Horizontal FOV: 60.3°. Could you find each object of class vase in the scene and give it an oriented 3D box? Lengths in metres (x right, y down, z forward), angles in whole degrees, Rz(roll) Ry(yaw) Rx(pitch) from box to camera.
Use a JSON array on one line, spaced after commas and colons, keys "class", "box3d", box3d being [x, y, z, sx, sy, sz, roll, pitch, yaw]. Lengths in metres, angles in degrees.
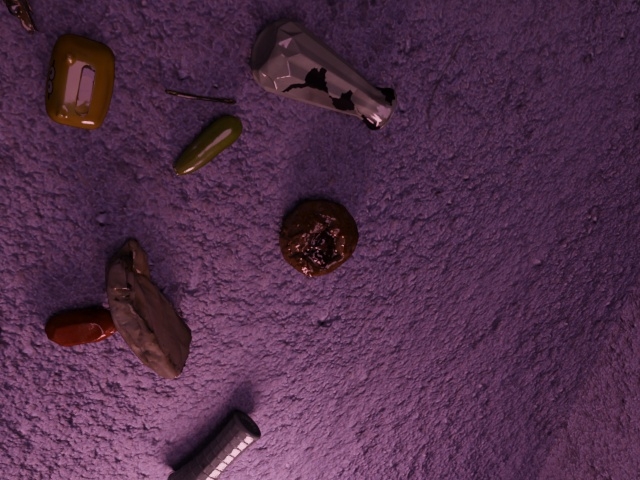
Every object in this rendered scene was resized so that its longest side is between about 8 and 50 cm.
[{"class": "vase", "box3d": [0.014, -0.376, 1.298, 0.360, 0.165, 0.165, 17, 108, -36]}, {"class": "vase", "box3d": [-0.322, 0.680, 1.722, 0.299, 0.143, 0.143, -46, 125, 2]}]

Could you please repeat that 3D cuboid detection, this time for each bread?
[{"class": "bread", "box3d": [0.000, 0.000, 1.507, 0.230, 0.123, 0.230, -13, 123, -20]}]

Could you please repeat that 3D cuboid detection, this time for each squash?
[{"class": "squash", "box3d": [-0.268, -0.223, 1.298, 0.201, 0.066, 0.066, -38, 126, 5]}]

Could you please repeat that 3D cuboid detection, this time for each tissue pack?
[{"class": "tissue pack", "box3d": [-0.482, -0.315, 1.108, 0.123, 0.127, 0.178, 8, 114, -30]}]

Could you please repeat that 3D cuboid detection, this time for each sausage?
[{"class": "sausage", "box3d": [-0.595, 0.216, 1.371, 0.179, 0.089, 0.089, -10, 121, -9]}]

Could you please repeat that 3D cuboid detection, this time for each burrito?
[{"class": "burrito", "box3d": [-0.446, 0.174, 1.367, 0.135, 0.190, 0.332, -14, 121, 11]}]

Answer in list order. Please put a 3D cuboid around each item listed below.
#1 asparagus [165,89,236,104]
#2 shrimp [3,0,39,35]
[{"class": "asparagus", "box3d": [-0.273, -0.328, 1.267, 0.166, 0.013, 0.016, 3, 126, -26]}, {"class": "shrimp", "box3d": [-0.542, -0.540, 0.991, 0.168, 0.077, 0.317, -15, 118, -20]}]
